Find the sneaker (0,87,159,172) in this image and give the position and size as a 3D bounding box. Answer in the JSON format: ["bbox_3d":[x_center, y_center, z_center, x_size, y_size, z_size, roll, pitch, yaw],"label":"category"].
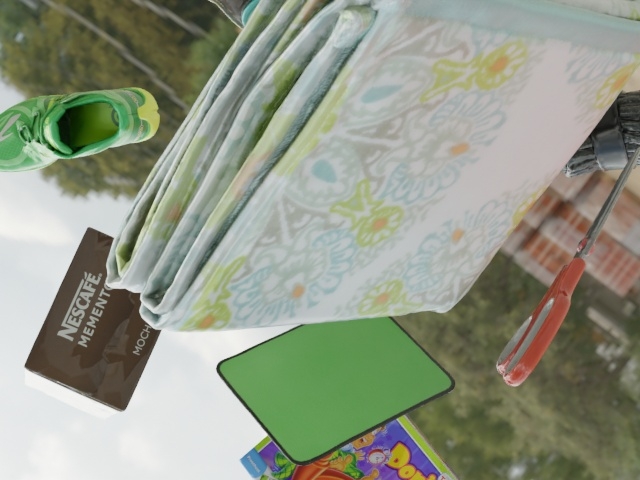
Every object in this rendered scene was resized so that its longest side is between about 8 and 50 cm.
[{"bbox_3d":[-0.386,-0.169,1.833,0.123,0.295,0.109,-20,-83,-70],"label":"sneaker"}]

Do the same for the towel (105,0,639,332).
[{"bbox_3d":[0.057,-0.072,0.906,0.374,0.320,0.090,-1,-134,-46],"label":"towel"}]

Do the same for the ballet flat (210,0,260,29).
[{"bbox_3d":[-0.065,-0.263,1.149,0.348,0.123,0.123,20,-164,-43],"label":"ballet flat"}]

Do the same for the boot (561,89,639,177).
[{"bbox_3d":[0.294,-0.124,1.442,0.260,0.131,0.348,9,-164,28],"label":"boot"}]

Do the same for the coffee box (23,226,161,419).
[{"bbox_3d":[-0.254,0.104,1.432,0.119,0.168,0.297,25,165,-8],"label":"coffee box"}]

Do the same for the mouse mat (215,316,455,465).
[{"bbox_3d":[0.014,0.130,1.194,0.152,0.189,0.007,45,147,38],"label":"mouse mat"}]

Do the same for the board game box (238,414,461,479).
[{"bbox_3d":[0.078,0.378,1.795,0.347,0.233,0.078,49,-178,23],"label":"board game box"}]

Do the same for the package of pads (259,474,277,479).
[{"bbox_3d":[0.016,0.374,1.114,0.229,0.296,0.101,16,-152,1],"label":"package of pads"}]

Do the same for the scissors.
[{"bbox_3d":[0.261,0.020,1.240,0.021,0.297,0.109,35,172,1],"label":"scissors"}]
